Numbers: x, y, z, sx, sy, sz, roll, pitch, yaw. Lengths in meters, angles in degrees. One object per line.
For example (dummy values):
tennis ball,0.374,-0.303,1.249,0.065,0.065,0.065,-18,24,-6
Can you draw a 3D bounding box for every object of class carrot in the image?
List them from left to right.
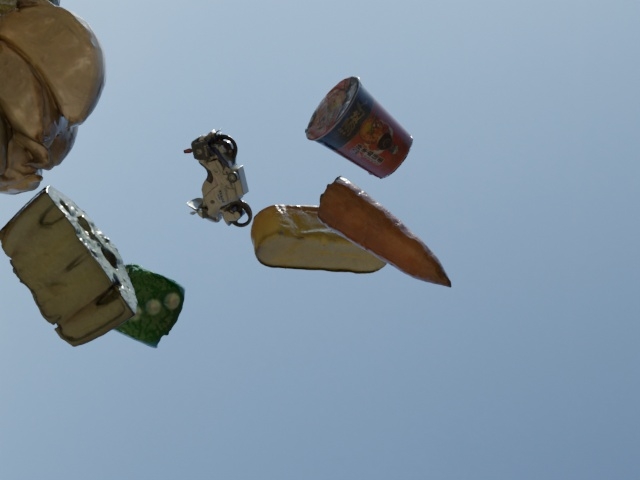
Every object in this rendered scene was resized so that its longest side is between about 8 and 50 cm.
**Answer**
carrot,0.087,0.000,1.509,0.205,0.072,0.072,37,-63,12

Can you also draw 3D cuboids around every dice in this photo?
dice,-0.328,0.117,2.114,0.131,0.120,0.128,7,-109,66

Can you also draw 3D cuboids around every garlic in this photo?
garlic,-0.394,-0.155,1.474,0.203,0.281,0.185,52,-18,14

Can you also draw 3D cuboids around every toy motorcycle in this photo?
toy motorcycle,-0.231,-0.131,2.527,0.150,0.102,0.221,-4,-74,25

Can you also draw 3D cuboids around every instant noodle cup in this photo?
instant noodle cup,0.066,-0.168,1.804,0.127,0.135,0.127,-43,-156,25

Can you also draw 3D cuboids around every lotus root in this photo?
lotus root,-0.379,0.039,1.757,0.119,0.138,0.235,-33,-90,8

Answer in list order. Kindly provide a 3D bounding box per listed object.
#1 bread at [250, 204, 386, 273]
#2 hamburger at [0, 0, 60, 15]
bread,0.000,0.000,2.002,0.094,0.245,0.102,-103,-157,-47
hamburger,-0.443,-0.371,1.657,0.185,0.159,0.131,82,1,-76
